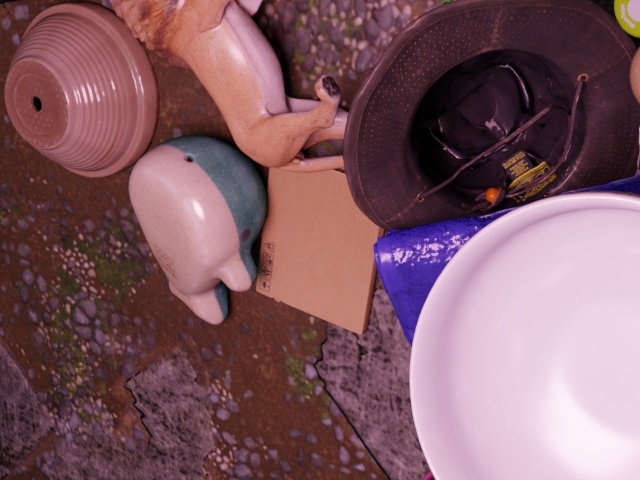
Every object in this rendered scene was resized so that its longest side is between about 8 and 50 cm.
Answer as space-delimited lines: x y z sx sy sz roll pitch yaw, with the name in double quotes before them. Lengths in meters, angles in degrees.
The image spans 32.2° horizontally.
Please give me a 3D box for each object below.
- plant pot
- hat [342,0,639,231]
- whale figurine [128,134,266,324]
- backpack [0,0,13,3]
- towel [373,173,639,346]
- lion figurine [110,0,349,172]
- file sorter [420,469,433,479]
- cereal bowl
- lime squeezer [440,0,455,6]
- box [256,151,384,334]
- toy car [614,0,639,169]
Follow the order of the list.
"plant pot" -0.338 -0.192 1.465 0.237 0.109 0.237 12 113 31
"hat" 0.162 -0.133 1.101 0.331 0.331 0.134 -62 31 33
"whale figurine" -0.142 -0.016 1.404 0.216 0.141 0.272 37 148 29
"backpack" -0.344 -0.389 1.243 0.290 0.355 0.273 -41 71 33
"towel" 0.224 0.041 1.101 0.308 0.076 0.228 -11 134 12
"lion figurine" -0.086 -0.198 1.275 0.240 0.142 0.392 -26 94 39
"file sorter" 0.208 0.411 1.265 0.182 0.202 0.291 -6 104 37
"cereal bowl" 0.255 0.122 0.956 0.339 0.141 0.339 5 99 33
"lime squeezer" 0.116 -0.190 1.157 0.059 0.110 0.310 32 119 37
"box" 0.000 0.000 1.363 0.164 0.021 0.201 21 117 26
"toy car" 0.340 -0.151 1.001 0.149 0.155 0.188 39 139 31
